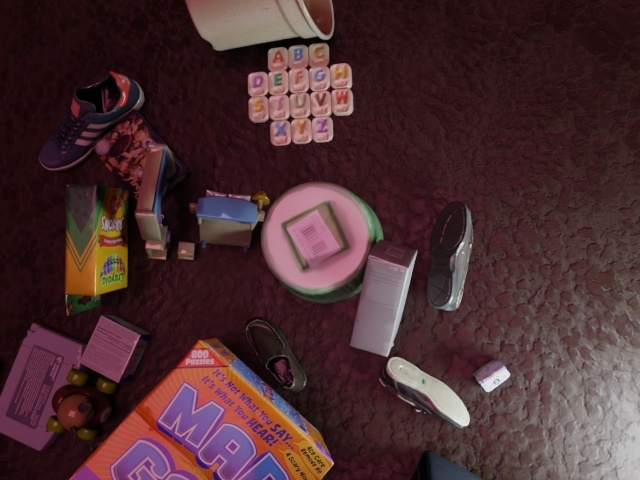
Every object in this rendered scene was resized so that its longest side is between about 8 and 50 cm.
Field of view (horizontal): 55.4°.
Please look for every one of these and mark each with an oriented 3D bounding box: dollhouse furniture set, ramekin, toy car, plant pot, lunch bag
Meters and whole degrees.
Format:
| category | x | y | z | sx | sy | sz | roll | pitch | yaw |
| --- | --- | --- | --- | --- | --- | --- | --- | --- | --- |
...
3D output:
| category | x | y | z | sx | sy | sz | roll | pitch | yaw |
| --- | --- | --- | --- | --- | --- | --- | --- | --- | --- |
| dollhouse furniture set | -0.284 | -0.084 | 1.541 | 0.304 | 0.286 | 0.198 | 6 | 64 | -6 |
| ramekin | 0.000 | 0.000 | 1.498 | 0.304 | 0.148 | 0.303 | -1 | 81 | 10 |
| toy car | -0.583 | 0.424 | 1.497 | 0.149 | 0.188 | 0.155 | 23 | 85 | -22 |
| plant pot | -0.166 | -0.638 | 1.557 | 0.306 | 0.334 | 0.333 | -12 | 80 | 19 |
| lunch bag | 0.397 | 0.313 | 1.416 | 0.071 | 0.083 | 0.053 | -36 | 77 | 2 |

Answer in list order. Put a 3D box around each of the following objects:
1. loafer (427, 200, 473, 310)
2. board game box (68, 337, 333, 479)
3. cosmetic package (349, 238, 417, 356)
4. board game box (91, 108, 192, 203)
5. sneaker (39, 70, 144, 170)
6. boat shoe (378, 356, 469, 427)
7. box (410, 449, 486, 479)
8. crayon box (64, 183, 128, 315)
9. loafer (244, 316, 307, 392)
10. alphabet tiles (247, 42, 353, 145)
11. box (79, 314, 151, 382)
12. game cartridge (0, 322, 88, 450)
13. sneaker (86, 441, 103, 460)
| category | x | y | z | sx | sy | sz | roll | pitch | yaw |
| --- | --- | --- | --- | --- | --- | --- | --- | --- | --- |
| loafer | 0.320 | 0.040 | 1.485 | 0.096 | 0.084 | 0.267 | 4 | 77 | 42 |
| board game box | -0.234 | 0.460 | 1.309 | 0.356 | 0.356 | 0.356 | 42 | 81 | 2 |
| cosmetic package | 0.147 | 0.133 | 1.420 | 0.107 | 0.127 | 0.237 | 18 | 112 | 11 |
| board game box | -0.491 | -0.220 | 1.669 | 0.165 | 0.042 | 0.243 | -42 | 77 | 1 |
| sneaker | -0.653 | -0.334 | 1.660 | 0.350 | 0.148 | 0.131 | -43 | 77 | 2 |
| boat shoe | 0.246 | 0.370 | 1.450 | 0.233 | 0.084 | 0.079 | 33 | 126 | 6 |
| box | 0.237 | 0.727 | 1.180 | 0.298 | 0.480 | 0.471 | 24 | 87 | 11 |
| crayon box | -0.563 | 0.021 | 1.547 | 0.081 | 0.202 | 0.318 | 2 | 93 | 4 |
| loafer | -0.112 | 0.279 | 1.511 | 0.080 | 0.078 | 0.220 | -41 | 77 | 2 |
| alphabet tiles | -0.056 | -0.394 | 1.633 | 0.284 | 0.021 | 0.277 | -3 | 81 | 10 |
| box | -0.531 | 0.280 | 1.586 | 0.126 | 0.072 | 0.137 | 24 | 87 | 13 |
| game cartridge | -0.732 | 0.389 | 1.615 | 0.196 | 0.060 | 0.294 | 20 | 85 | 15 |
| sneaker | -0.451 | 0.544 | 1.519 | 0.276 | 0.097 | 0.135 | -15 | 77 | 6 |
